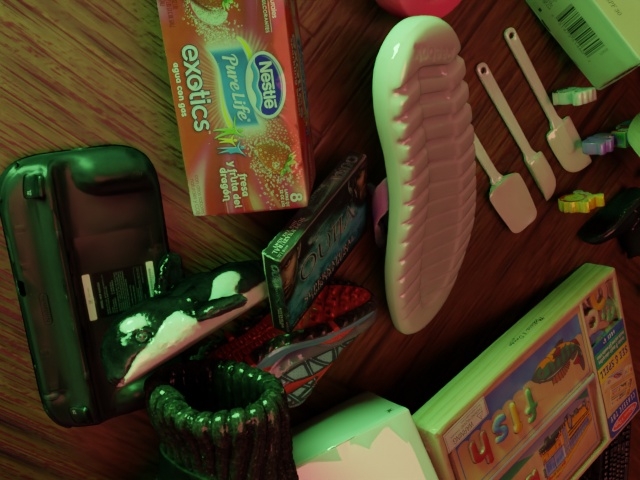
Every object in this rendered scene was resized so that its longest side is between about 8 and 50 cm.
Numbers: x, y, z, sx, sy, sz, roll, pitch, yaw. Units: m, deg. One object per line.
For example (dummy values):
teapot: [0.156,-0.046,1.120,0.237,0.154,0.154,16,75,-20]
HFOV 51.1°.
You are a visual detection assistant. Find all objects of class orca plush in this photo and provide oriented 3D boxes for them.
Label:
orca plush: [-0.127,0.045,0.737,0.287,0.151,0.102,-32,86,-28]

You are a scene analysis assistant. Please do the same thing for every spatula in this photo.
spatula: [0.263,-0.144,0.902,0.168,0.019,0.242,-41,115,-5]

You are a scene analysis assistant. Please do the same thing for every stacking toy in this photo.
stacking toy: [0.419,-0.147,0.943,0.221,0.052,0.166,-20,111,-24]

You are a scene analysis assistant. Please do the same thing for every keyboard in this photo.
keyboard: [0.486,0.395,1.138,0.108,0.023,0.180,-11,108,-18]

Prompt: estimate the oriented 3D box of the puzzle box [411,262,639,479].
puzzle box: [0.309,0.247,0.949,0.409,0.052,0.271,-33,116,-28]

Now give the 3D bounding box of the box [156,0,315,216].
box: [-0.079,-0.165,0.686,0.123,0.128,0.256,-5,107,5]

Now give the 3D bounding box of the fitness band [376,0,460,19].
fitness band: [0.118,-0.369,0.698,0.209,0.054,0.290,-49,148,-20]

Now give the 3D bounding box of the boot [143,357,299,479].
boot: [-0.161,0.258,0.722,0.348,0.131,0.260,-6,108,26]

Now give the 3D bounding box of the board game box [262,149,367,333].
board game box: [0.000,0.000,0.759,0.186,0.026,0.126,-52,153,-35]

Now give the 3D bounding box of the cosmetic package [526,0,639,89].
cosmetic package: [0.434,-0.349,0.832,0.309,0.113,0.160,-39,90,-7]

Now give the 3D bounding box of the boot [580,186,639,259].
boot: [0.455,-0.011,1.002,0.121,0.045,0.099,-41,121,-4]

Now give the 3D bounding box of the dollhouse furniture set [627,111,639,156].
dollhouse furniture set: [0.654,-0.216,0.904,0.362,0.256,0.394,15,130,-33]

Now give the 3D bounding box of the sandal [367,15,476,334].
sandal: [0.111,-0.071,0.818,0.169,0.102,0.416,-32,133,-35]

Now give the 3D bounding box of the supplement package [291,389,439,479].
supplement package: [0.064,0.364,0.835,0.178,0.175,0.292,-23,90,-13]

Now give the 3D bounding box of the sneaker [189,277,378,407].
sneaker: [-0.042,0.144,0.839,0.262,0.104,0.125,-28,132,-9]

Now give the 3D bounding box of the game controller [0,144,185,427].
game controller: [-0.246,0.056,0.749,0.167,0.067,0.318,-15,111,-32]
